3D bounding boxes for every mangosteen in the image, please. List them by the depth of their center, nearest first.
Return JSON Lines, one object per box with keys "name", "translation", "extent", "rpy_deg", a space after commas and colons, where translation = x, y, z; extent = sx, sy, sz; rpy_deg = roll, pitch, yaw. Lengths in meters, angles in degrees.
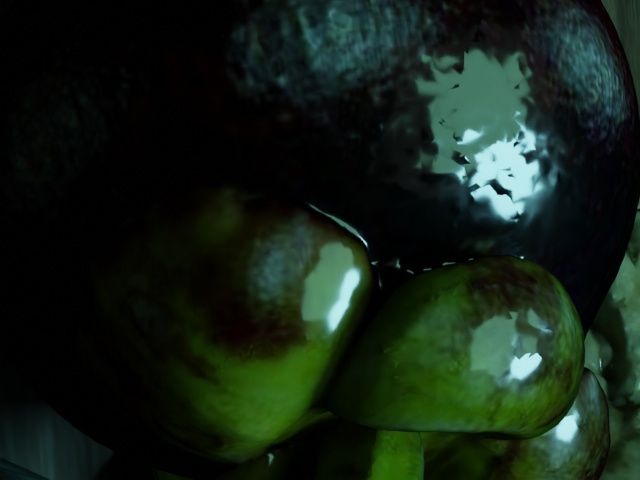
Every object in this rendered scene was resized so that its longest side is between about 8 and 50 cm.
{"name": "mangosteen", "translation": [0.007, -0.012, 0.538], "extent": [0.313, 0.297, 0.297], "rpy_deg": [44, 34, 11]}

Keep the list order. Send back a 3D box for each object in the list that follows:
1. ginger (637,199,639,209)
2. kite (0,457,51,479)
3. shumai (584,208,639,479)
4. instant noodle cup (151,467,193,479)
{"name": "ginger", "translation": [0.324, 0.055, 1.203], "extent": [0.221, 0.130, 0.275], "rpy_deg": [-23, 100, -47]}
{"name": "kite", "translation": [-0.042, 0.150, 0.479], "extent": [0.015, 0.310, 0.169], "rpy_deg": [-58, 145, -9]}
{"name": "shumai", "translation": [0.210, 0.116, 0.883], "extent": [0.314, 0.267, 0.262], "rpy_deg": [-27, 111, -62]}
{"name": "instant noodle cup", "translation": [0.014, 0.143, 0.677], "extent": [0.182, 0.182, 0.144], "rpy_deg": [-52, 136, -47]}
